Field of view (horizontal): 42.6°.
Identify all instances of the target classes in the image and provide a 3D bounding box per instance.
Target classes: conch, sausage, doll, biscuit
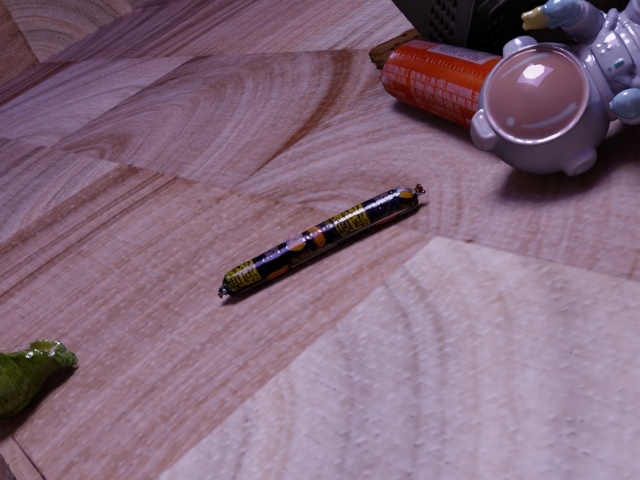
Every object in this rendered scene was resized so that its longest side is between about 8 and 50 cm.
[{"bbox_3d":[-0.269,0.107,0.688,0.121,0.074,0.089,-18,41,-37],"label":"conch"},{"bbox_3d":[0.127,-0.157,0.814,0.074,0.074,0.274,-31,27,-9],"label":"sausage"},{"bbox_3d":[0.000,0.000,0.698,0.198,0.025,0.028,-27,24,1],"label":"sausage"},{"bbox_3d":[0.247,-0.139,0.617,0.287,0.151,0.151,-26,26,15],"label":"doll"},{"bbox_3d":[0.115,-0.245,1.042,0.119,0.019,0.130,-18,28,16],"label":"biscuit"}]

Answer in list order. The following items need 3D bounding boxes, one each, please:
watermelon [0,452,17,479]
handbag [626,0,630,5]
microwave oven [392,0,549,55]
[{"bbox_3d":[-0.317,0.113,0.565,0.226,0.318,0.148,22,33,3],"label":"watermelon"},{"bbox_3d":[0.406,-0.267,0.743,0.203,0.074,0.216,-34,27,-34],"label":"handbag"},{"bbox_3d":[0.232,-0.369,0.818,0.355,0.218,0.286,-37,-14,-3],"label":"microwave oven"}]
